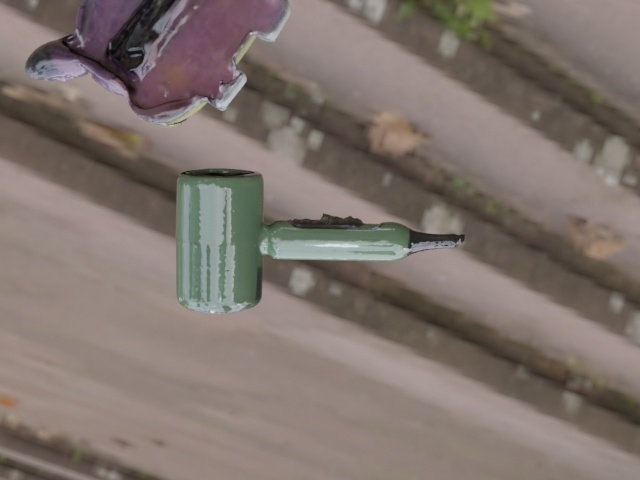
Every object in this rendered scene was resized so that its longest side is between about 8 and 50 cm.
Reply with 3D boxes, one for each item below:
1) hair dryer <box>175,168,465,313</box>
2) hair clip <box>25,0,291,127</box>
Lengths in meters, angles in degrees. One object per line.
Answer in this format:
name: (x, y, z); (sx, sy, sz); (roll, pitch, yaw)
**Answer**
hair dryer: (0.000, 0.000, 0.960); (0.150, 0.071, 0.047); (1, -171, 0)
hair clip: (-0.085, -0.156, 1.155); (0.146, 0.187, 0.056); (29, -179, 30)
